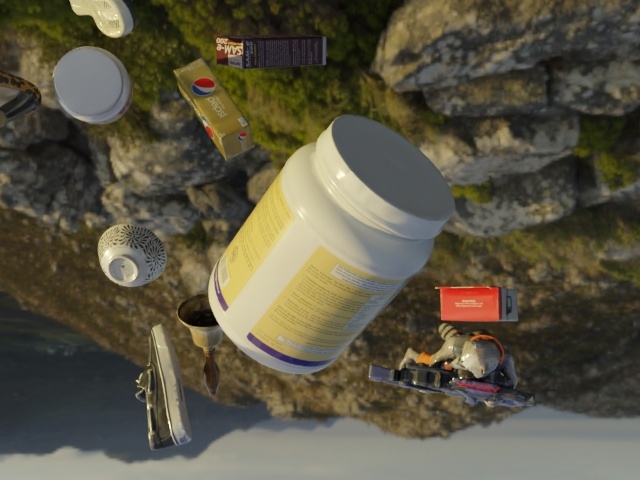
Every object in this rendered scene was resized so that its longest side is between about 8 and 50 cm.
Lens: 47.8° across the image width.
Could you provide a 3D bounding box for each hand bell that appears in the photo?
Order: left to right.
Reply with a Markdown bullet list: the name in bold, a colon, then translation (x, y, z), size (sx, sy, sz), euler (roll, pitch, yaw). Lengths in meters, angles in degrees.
- **hand bell**: translation (-0.252, 0.253, 1.634), size (0.126, 0.126, 0.242), euler (1, 122, -2)

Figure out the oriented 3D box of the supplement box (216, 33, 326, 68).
- **supplement box**: translation (-0.118, -0.459, 1.745), size (0.239, 0.073, 0.130), euler (-14, -157, -35)

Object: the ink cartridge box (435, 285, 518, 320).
- **ink cartridge box**: translation (0.357, 0.145, 1.641), size (0.134, 0.078, 0.231), euler (-3, 173, 28)

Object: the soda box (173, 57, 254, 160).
- **soda box**: translation (-0.183, -0.227, 1.239), size (0.058, 0.181, 0.061), euler (-28, 153, -13)

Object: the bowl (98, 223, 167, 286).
- **bowl**: translation (-0.461, 0.052, 1.726), size (0.170, 0.170, 0.080), euler (-1, -153, 6)

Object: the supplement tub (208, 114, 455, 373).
- **supplement tub**: translation (0.011, 0.010, 1.043), size (0.241, 0.241, 0.331), euler (11, 131, -37)

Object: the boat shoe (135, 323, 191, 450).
- **boat shoe**: translation (-0.368, 0.328, 1.629), size (0.102, 0.301, 0.108), euler (-16, 147, -5)

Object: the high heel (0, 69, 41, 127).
- **high heel**: translation (-0.694, -0.342, 1.454), size (0.261, 0.186, 0.093), euler (42, 113, -13)

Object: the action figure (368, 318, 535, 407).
- **action figure**: translation (0.266, 0.242, 1.521), size (0.341, 0.179, 0.330), euler (12, 170, -8)

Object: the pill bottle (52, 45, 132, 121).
- **pill bottle**: translation (-0.500, -0.340, 1.594), size (0.160, 0.161, 0.283), euler (4, -173, -13)

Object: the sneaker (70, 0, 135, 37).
- **sneaker**: translation (-0.468, -0.564, 1.635), size (0.148, 0.350, 0.131), euler (-30, 133, -19)
